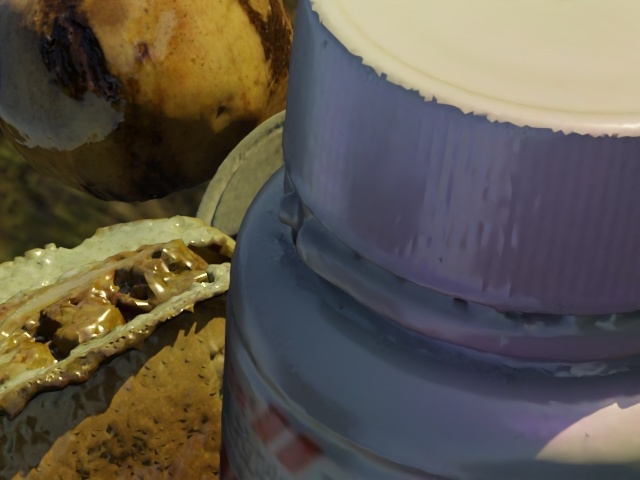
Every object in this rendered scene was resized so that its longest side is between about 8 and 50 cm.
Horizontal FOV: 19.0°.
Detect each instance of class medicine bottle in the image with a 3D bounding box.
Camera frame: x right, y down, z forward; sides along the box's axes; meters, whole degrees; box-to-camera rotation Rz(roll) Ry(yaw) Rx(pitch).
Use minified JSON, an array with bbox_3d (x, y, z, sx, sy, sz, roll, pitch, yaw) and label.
[{"bbox_3d":[0.085,0.026,0.859,0.256,0.256,0.325,-105,16,-50],"label":"medicine bottle"}]

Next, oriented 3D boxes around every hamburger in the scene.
[{"bbox_3d":[-0.142,0.155,1.250,0.318,0.277,0.195,-24,19,-18],"label":"hamburger"}]

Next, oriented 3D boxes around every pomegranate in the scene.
[{"bbox_3d":[-0.180,-0.180,1.885,0.322,0.322,0.322,-36,39,35],"label":"pomegranate"}]

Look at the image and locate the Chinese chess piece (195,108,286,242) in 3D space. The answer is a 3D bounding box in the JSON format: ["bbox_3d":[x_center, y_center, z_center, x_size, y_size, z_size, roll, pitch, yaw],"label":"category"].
[{"bbox_3d":[0.000,0.000,1.516,0.238,0.092,0.238,-18,57,30],"label":"Chinese chess piece"}]
